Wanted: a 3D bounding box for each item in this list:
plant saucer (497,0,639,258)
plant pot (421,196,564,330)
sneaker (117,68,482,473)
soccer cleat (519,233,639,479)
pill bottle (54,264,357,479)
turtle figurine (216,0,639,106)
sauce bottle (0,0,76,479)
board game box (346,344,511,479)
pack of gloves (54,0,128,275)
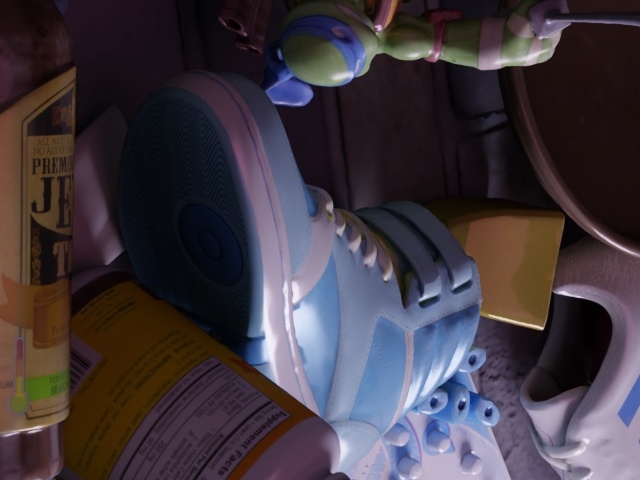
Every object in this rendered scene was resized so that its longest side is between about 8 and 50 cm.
[{"bbox_3d":[0.217,-0.121,1.344,0.278,0.041,0.277,8,78,-40],"label":"plant saucer"},{"bbox_3d":[0.102,0.011,1.290,0.083,0.081,0.081,7,95,-31],"label":"plant pot"},{"bbox_3d":[0.000,0.000,1.155,0.208,0.127,0.319,-36,137,-31],"label":"sneaker"},{"bbox_3d":[0.206,0.154,1.401,0.143,0.116,0.331,-12,102,-30],"label":"soccer cleat"},{"bbox_3d":[-0.072,0.116,1.052,0.117,0.215,0.117,-47,161,-21],"label":"pill bottle"},{"bbox_3d":[0.080,-0.205,1.095,0.198,0.274,0.266,27,43,-14],"label":"turtle figurine"},{"bbox_3d":[-0.176,-0.047,0.949,0.111,0.111,0.344,-4,100,-41],"label":"sauce bottle"},{"bbox_3d":[0.030,0.317,1.310,0.390,0.050,0.390,-40,123,-29],"label":"board game box"},{"bbox_3d":[-0.203,-0.031,1.043,0.232,0.046,0.195,-45,127,-38],"label":"pack of gloves"}]
